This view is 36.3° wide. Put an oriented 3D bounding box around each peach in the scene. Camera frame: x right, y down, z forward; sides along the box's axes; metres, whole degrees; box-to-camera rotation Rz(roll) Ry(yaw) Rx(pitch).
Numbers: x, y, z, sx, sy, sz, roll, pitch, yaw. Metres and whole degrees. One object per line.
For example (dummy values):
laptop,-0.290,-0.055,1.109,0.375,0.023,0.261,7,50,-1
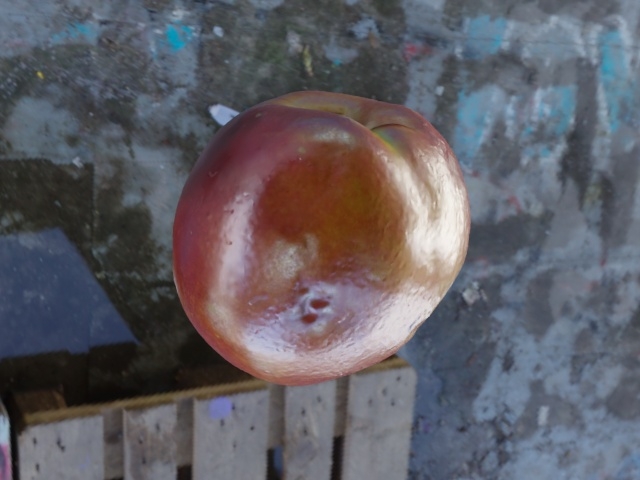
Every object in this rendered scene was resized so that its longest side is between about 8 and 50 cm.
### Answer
peach,0.000,0.000,0.773,0.243,0.199,0.243,-8,118,-15
